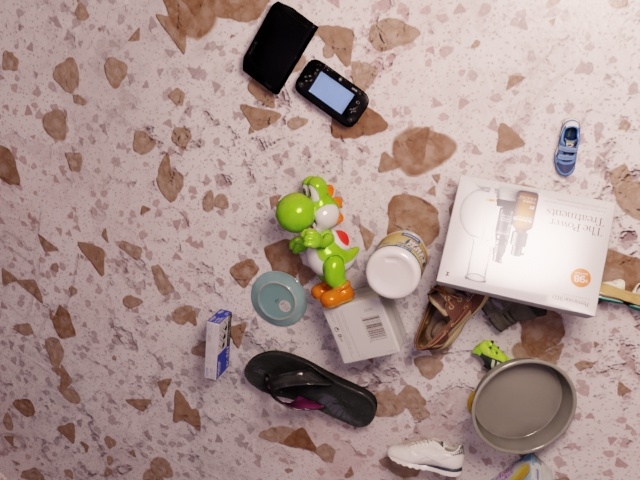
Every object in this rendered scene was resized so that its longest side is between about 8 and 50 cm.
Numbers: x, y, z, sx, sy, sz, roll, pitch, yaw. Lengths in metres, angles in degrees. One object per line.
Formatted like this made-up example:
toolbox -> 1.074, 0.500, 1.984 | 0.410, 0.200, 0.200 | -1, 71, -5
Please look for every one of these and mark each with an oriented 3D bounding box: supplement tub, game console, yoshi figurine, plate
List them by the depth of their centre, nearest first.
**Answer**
game console -> -0.026, -0.454, 1.620 | 0.361, 0.044, 0.213 | 36, 115, 3
supplement tub -> 0.210, 0.058, 1.627 | 0.144, 0.199, 0.144 | 6, 110, 16
yoshi figurine -> -0.028, 0.006, 1.697 | 0.204, 0.203, 0.362 | -6, 103, 27
plate -> -0.133, 0.186, 1.879 | 0.188, 0.024, 0.188 | 5, 108, 16

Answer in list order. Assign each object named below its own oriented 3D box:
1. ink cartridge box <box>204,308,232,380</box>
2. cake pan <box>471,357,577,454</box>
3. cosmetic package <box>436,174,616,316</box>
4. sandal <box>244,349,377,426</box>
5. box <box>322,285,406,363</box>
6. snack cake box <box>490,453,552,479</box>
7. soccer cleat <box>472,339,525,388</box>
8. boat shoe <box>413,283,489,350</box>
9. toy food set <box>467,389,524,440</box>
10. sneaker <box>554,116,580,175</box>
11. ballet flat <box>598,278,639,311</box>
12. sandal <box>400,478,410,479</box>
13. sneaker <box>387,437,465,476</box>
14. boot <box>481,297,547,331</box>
ink cartridge box -> -0.331, 0.336, 1.954 | 0.046, 0.097, 0.207 | 12, 110, 14
cake pan -> 0.553, 0.450, 1.664 | 0.293, 0.054, 0.293 | -1, 106, -3
cosmetic package -> 0.506, 0.012, 1.507 | 0.377, 0.097, 0.284 | 12, 84, 14
sandal -> -0.041, 0.470, 1.897 | 0.446, 0.107, 0.167 | 16, 112, 13
box -> 0.131, 0.239, 1.757 | 0.182, 0.119, 0.180 | -17, 102, 23
snack cake box -> 0.555, 0.760, 1.775 | 0.089, 0.152, 0.264 | 42, 115, 2
soccer cleat -> 0.510, 0.355, 1.712 | 0.179, 0.060, 0.072 | 45, 135, -1
boat shoe -> 0.352, 0.167, 1.641 | 0.123, 0.123, 0.342 | 48, 125, 35
toy food set -> 0.523, 0.528, 1.752 | 0.218, 0.071, 0.128 | 42, 115, 1
sneaker -> 0.605, -0.226, 1.480 | 0.053, 0.059, 0.144 | 3, 110, 15
ballet flat -> 0.786, 0.138, 1.547 | 0.232, 0.080, 0.073 | 17, 84, 9
sandal -> 0.361, 0.792, 1.884 | 0.240, 0.088, 0.079 | 16, 118, 18
sneaker -> 0.324, 0.652, 1.862 | 0.235, 0.090, 0.094 | 5, 96, 13
boot -> 0.486, 0.128, 1.630 | 0.161, 0.083, 0.246 | -26, 96, 30
